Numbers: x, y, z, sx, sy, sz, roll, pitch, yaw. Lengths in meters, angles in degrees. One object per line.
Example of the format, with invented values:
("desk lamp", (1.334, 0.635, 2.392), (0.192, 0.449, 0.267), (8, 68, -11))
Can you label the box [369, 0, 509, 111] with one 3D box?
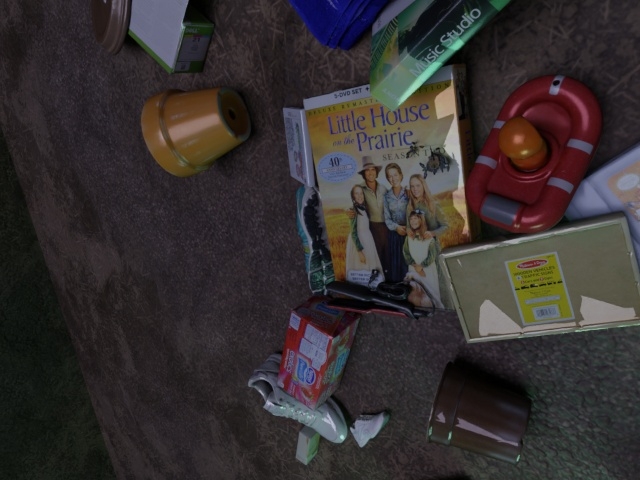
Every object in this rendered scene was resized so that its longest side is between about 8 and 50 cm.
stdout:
("box", (0.192, -0.365, 0.647), (0.059, 0.232, 0.322), (27, 136, -23))

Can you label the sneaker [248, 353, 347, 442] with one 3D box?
("sneaker", (-0.068, 0.449, 1.241), (0.305, 0.152, 0.114), (37, 125, 19))

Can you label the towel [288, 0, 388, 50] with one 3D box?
("towel", (0.022, -0.452, 0.720), (0.227, 0.076, 0.308), (47, 161, -9))

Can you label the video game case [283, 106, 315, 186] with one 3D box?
("video game case", (-0.047, -0.203, 0.982), (0.143, 0.019, 0.157), (-138, 39, -64))

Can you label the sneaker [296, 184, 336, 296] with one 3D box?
("sneaker", (0.000, 0.000, 1.049), (0.110, 0.107, 0.275), (-137, 36, -58))

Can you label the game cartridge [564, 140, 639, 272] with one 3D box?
("game cartridge", (0.510, -0.065, 0.628), (0.297, 0.062, 0.198), (-42, 77, 41))

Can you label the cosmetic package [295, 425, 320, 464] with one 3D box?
("cosmetic package", (-0.034, 0.586, 1.335), (0.041, 0.060, 0.115), (24, 124, 28))

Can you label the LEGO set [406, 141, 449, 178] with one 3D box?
("LEGO set", (0.180, -0.133, 0.749), (0.083, 0.024, 0.054), (56, 129, 22))

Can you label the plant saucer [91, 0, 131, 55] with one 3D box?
("plant saucer", (-0.539, -0.621, 1.170), (0.278, 0.041, 0.277), (4, 96, 52))

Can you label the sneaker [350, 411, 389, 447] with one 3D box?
("sneaker", (0.120, 0.470, 1.166), (0.061, 0.054, 0.152), (46, 131, 17))

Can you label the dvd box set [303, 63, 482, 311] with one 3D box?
("dvd box set", (0.136, -0.079, 0.856), (0.308, 0.062, 0.419), (2, 108, 38))

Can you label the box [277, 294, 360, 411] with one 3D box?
("box", (-0.008, 0.274, 1.136), (0.128, 0.123, 0.256), (29, 125, 27))

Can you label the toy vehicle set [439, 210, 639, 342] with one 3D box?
("toy vehicle set", (0.341, 0.066, 0.720), (0.267, 0.035, 0.165), (-14, 101, 28))

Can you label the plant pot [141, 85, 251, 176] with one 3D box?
("plant pot", (-0.276, -0.271, 1.084), (0.188, 0.205, 0.205), (-11, 102, 25))

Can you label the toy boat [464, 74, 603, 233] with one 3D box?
("toy boat", (0.300, -0.133, 0.663), (0.151, 0.151, 0.231), (27, 93, 35))

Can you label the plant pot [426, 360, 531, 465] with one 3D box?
("plant pot", (0.313, 0.343, 0.898), (0.165, 0.167, 0.166), (13, 117, 25))

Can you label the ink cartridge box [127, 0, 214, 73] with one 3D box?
("ink cartridge box", (-0.336, -0.550, 1.065), (0.189, 0.097, 0.255), (44, 129, 16))

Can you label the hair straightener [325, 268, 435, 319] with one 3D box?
("hair straightener", (0.109, 0.103, 0.878), (0.231, 0.047, 0.088), (8, 113, 35))
